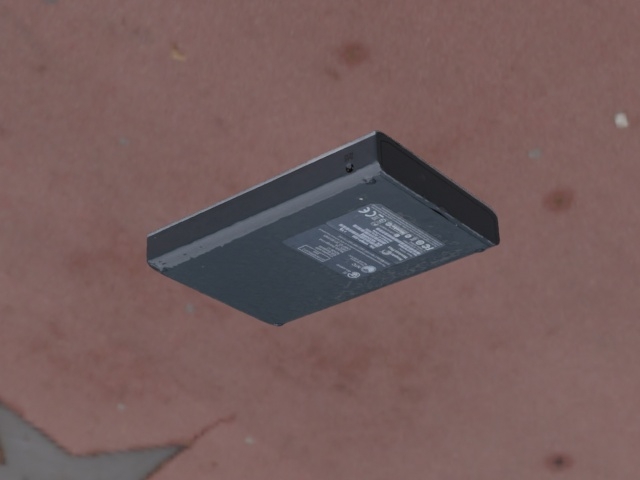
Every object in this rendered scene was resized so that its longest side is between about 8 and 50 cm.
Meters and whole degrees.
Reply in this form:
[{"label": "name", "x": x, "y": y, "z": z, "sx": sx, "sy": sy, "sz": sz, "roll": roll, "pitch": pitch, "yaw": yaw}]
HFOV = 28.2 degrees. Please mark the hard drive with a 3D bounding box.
[{"label": "hard drive", "x": 0.000, "y": 0.000, "z": 0.584, "sx": 0.135, "sy": 0.022, "sz": 0.094, "roll": -22, "pitch": 146, "yaw": 33}]
